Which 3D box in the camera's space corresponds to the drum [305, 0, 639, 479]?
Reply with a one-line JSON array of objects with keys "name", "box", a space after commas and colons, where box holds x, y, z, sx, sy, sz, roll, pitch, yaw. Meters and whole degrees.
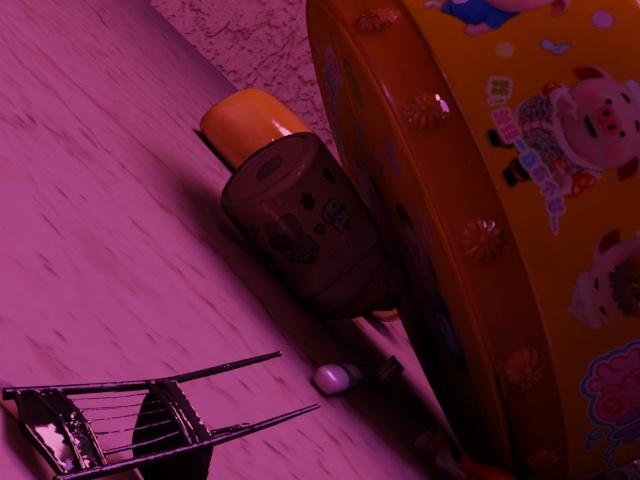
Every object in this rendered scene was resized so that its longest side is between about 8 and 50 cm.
[{"name": "drum", "box": [0.158, -0.028, 0.911, 0.431, 0.214, 0.431, 160, -90, -86]}]

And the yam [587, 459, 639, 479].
[{"name": "yam", "box": [0.242, 0.228, 1.033, 0.107, 0.107, 0.183, 46, 7, -12]}]

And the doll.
[{"name": "doll", "box": [0.109, 0.164, 0.783, 0.114, 0.039, 0.057, 39, -25, 18]}]

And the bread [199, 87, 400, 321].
[{"name": "bread", "box": [-0.002, -0.041, 1.284, 0.305, 0.091, 0.142, 48, -1, 12]}]

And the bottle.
[{"name": "bottle", "box": [0.000, 0.001, 0.921, 0.152, 0.099, 0.099, 52, 1, -27]}]

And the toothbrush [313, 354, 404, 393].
[{"name": "toothbrush", "box": [0.029, 0.090, 0.810, 0.018, 0.024, 0.257, 47, 6, 12]}]

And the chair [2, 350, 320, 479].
[{"name": "chair", "box": [-0.044, 0.057, 0.331, 0.086, 0.042, 0.037, -5, 39, -36]}]
